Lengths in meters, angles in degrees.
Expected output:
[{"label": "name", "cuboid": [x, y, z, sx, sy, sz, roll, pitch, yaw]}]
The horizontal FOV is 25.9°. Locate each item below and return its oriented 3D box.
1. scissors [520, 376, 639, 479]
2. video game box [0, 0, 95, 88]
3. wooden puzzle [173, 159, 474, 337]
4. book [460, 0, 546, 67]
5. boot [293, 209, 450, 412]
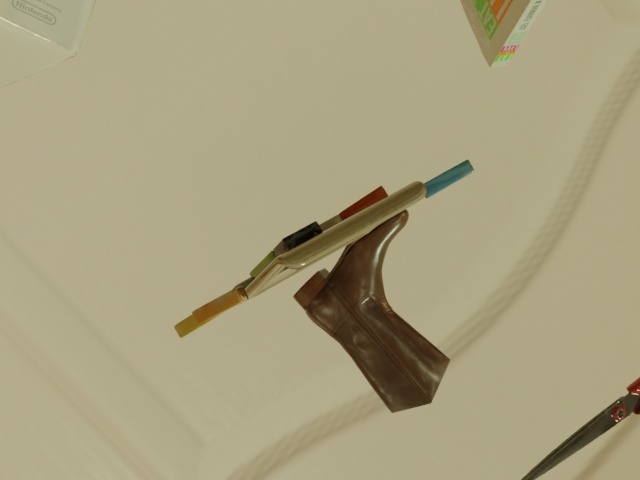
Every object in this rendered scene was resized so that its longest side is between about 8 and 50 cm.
[{"label": "scissors", "cuboid": [0.332, 0.168, 1.510, 0.297, 0.109, 0.021, -17, -161, -21]}, {"label": "video game box", "cuboid": [-0.131, -0.145, 0.554, 0.205, 0.048, 0.187, -7, -113, 55]}, {"label": "wooden puzzle", "cuboid": [0.000, 0.000, 0.543, 0.116, 0.014, 0.078, -28, 178, -31]}, {"label": "book", "cuboid": [0.167, -0.230, 1.231, 0.035, 0.096, 0.144, -10, 158, -16]}, {"label": "boot", "cuboid": [0.053, 0.047, 0.917, 0.106, 0.114, 0.037, -45, 174, 23]}]
